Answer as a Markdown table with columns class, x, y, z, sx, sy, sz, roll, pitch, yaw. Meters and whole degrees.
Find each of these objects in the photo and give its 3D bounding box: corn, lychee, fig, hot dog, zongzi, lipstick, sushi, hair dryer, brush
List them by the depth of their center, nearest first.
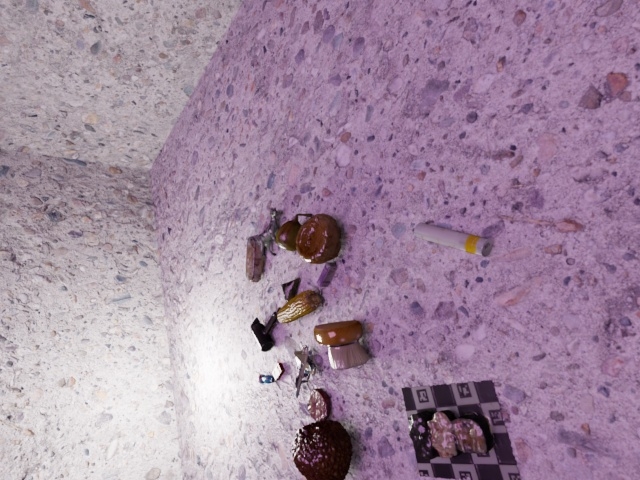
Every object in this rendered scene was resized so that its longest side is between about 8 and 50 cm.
| class | x | y | z | sx | sy | sz | roll | pitch | yaw |
| --- | --- | --- | --- | --- | --- | --- | --- | --- | --- |
| sushi | 0.393 | 0.614 | 1.291 | 0.373 | 0.100 | 0.296 | -28 | 66 | 46 |
| lipstick | 0.423 | -0.007 | 1.333 | 0.264 | 0.059 | 0.059 | 21 | 104 | 49 |
| lychee | 0.016 | 0.863 | 1.642 | 0.271 | 0.271 | 0.271 | -5 | 84 | 50 |
| brush | 0.067 | 0.419 | 1.665 | 0.267 | 0.174 | 0.166 | -15 | 85 | 58 |
| corn | -0.111 | 0.315 | 1.927 | 0.305 | 0.106 | 0.106 | -36 | 61 | 47 |
| fig | -0.136 | -0.039 | 1.952 | 0.148 | 0.142 | 0.186 | 16 | 115 | 23 |
| zongzi | -0.132 | 0.248 | 2.003 | 0.119 | 0.055 | 0.109 | -25 | 70 | 35 |
| hair dryer | -0.277 | 0.431 | 2.165 | 0.248 | 0.078 | 0.195 | -57 | 46 | 18 |
| hot dog | -0.367 | 0.101 | 2.281 | 0.144 | 0.075 | 0.268 | 11 | 98 | 54 |

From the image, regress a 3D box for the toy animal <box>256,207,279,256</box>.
| class | x | y | z | sx | sy | sz | roll | pitch | yaw |
| --- | --- | --- | --- | --- | --- | --- | --- | --- | --- |
| toy animal | -0.250 | -0.031 | 2.143 | 0.170 | 0.090 | 0.255 | 44 | 114 | 38 |

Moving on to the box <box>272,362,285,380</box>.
| class | x | y | z | sx | sy | sz | roll | pitch | yaw |
| --- | --- | --- | --- | --- | --- | --- | --- | --- | --- |
| box | -0.214 | 0.669 | 2.091 | 0.051 | 0.023 | 0.082 | 54 | 127 | 37 |

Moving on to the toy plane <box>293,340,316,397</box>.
| class | x | y | z | sx | sy | sz | roll | pitch | yaw |
| --- | --- | --- | --- | --- | --- | --- | --- | --- | --- |
| toy plane | -0.080 | 0.605 | 1.894 | 0.192 | 0.088 | 0.262 | 25 | 117 | 54 |

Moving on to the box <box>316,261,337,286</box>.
| class | x | y | z | sx | sy | sz | roll | pitch | yaw |
| --- | --- | --- | --- | --- | --- | --- | --- | --- | --- |
| box | 0.029 | 0.151 | 1.811 | 0.036 | 0.051 | 0.117 | 47 | 124 | 39 |

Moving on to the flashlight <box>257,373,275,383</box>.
| class | x | y | z | sx | sy | sz | roll | pitch | yaw |
| --- | --- | --- | --- | --- | --- | --- | --- | --- | --- |
| flashlight | -0.281 | 0.730 | 2.156 | 0.129 | 0.051 | 0.051 | -15 | 76 | 43 |

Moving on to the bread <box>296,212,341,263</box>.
| class | x | y | z | sx | sy | sz | roll | pitch | yaw |
| --- | --- | --- | --- | --- | --- | --- | --- | --- | --- |
| bread | 0.000 | 0.000 | 1.794 | 0.230 | 0.123 | 0.230 | -17 | 65 | 40 |

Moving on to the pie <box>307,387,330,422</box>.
| class | x | y | z | sx | sy | sz | roll | pitch | yaw |
| --- | --- | --- | --- | --- | --- | --- | --- | --- | --- |
| pie | -0.008 | 0.733 | 1.824 | 0.154 | 0.036 | 0.154 | -5 | 84 | 51 |
